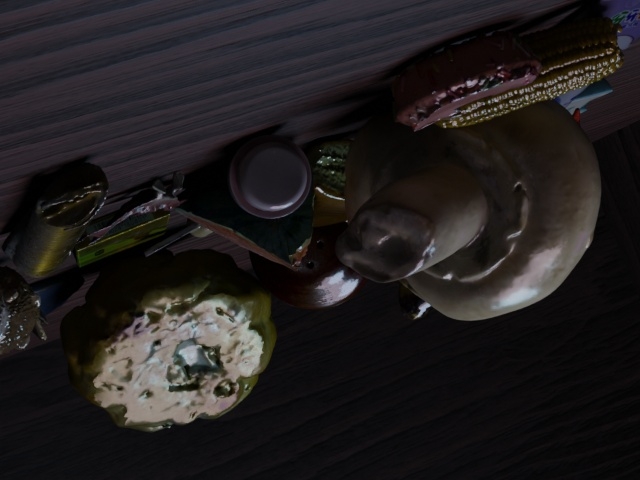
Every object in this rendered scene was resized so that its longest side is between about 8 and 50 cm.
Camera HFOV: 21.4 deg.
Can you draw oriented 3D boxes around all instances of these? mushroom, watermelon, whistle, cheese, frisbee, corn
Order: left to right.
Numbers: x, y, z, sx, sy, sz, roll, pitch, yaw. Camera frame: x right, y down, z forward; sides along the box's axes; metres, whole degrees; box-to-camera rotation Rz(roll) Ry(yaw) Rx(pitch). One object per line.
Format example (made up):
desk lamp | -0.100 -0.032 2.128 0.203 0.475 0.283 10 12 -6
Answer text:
frisbee | -0.484 0.124 2.545 0.290 0.049 0.289 -22 177 -1
whistle | -0.265 -0.015 1.676 0.068 0.057 0.326 -21 176 -18
cheese | -0.151 -0.024 2.195 0.192 0.037 0.097 -32 -177 -36
watermelon | -0.094 -0.044 1.978 0.146 0.128 0.231 11 -178 -13
mushroom | 0.152 -0.033 1.948 0.314 0.314 0.336 -24 -175 33
corn | 0.216 -0.182 1.845 0.238 0.080 0.080 -17 177 6

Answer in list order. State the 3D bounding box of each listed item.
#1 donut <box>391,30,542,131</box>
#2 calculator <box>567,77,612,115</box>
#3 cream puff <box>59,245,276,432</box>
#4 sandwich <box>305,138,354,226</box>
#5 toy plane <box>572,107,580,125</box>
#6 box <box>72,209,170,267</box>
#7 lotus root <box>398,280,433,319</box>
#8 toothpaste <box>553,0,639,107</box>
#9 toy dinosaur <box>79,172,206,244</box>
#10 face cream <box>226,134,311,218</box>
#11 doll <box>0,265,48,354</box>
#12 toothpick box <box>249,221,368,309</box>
donut | 0.146 -0.170 1.757 0.166 0.065 0.117 -22 174 5
calculator | 0.224 -0.164 2.496 0.386 0.054 0.256 -20 177 -5
cream puff | -0.240 0.117 2.567 0.325 0.291 0.257 -11 -146 -14
sandwich | 0.019 -0.076 2.203 0.088 0.090 0.244 -4 172 -6
toy plane | 0.255 -0.170 2.317 0.194 0.126 0.077 -23 -151 -9
box | -0.249 -0.010 2.096 0.121 0.030 0.193 -21 177 -10
lotus root | 0.151 -0.051 2.206 0.169 0.314 0.141 20 177 -28
toothpaste | 0.308 -0.229 1.974 0.125 0.080 0.371 -14 167 -21
toy dinosaur | -0.199 -0.039 1.890 0.108 0.032 0.220 -27 180 45
face cream | -0.059 -0.070 1.860 0.091 0.091 0.095 -21 -175 -12
doll | -0.391 0.084 2.020 0.115 0.105 0.221 16 -167 21
toothpick box | 0.000 0.000 2.586 0.192 0.192 0.294 -23 -178 9
